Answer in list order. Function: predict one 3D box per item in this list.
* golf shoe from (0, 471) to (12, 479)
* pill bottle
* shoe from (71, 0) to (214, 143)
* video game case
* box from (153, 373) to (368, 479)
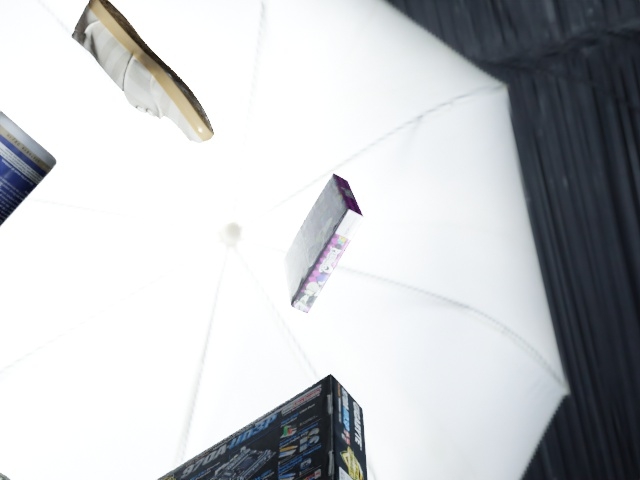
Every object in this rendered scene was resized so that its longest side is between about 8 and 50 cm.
[{"bbox_3d":[-0.474,0.323,1.401,0.176,0.069,0.086,7,-168,25],"label":"golf shoe"},{"bbox_3d":[-0.374,-0.053,1.099,0.169,0.094,0.094,-50,-170,-7],"label":"pill bottle"},{"bbox_3d":[-0.196,-0.177,1.115,0.058,0.219,0.076,-43,163,7],"label":"shoe"},{"bbox_3d":[0.000,0.000,1.896,0.041,0.210,0.232,26,-166,-14],"label":"video game case"},{"bbox_3d":[-0.065,0.222,0.826,0.220,0.051,0.175,-33,-160,13],"label":"box"}]
